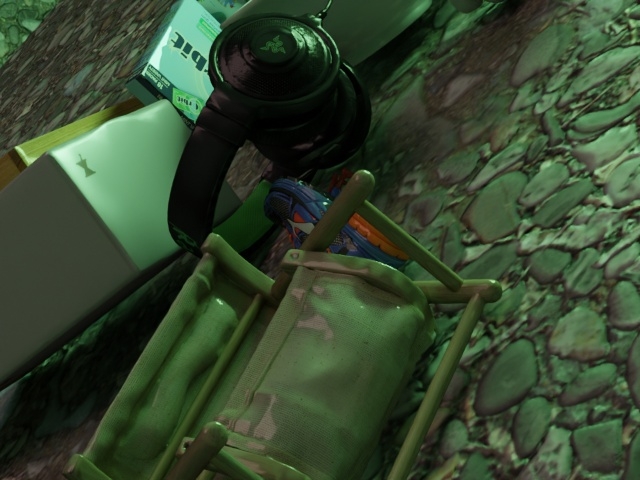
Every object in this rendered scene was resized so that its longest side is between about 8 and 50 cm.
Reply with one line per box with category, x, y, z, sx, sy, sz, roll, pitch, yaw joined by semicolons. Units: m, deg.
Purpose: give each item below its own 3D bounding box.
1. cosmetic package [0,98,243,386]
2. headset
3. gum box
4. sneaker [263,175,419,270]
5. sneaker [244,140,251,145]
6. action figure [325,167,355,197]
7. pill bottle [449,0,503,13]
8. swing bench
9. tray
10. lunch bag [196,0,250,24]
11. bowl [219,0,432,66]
cosmetic package;-0.329;0.045;1.559;0.453;0.161;0.230;-36;1;33
headset;-0.005;-0.141;1.394;0.394;0.185;0.243;-61;-17;-3
gum box;-0.165;-0.220;1.838;0.041;0.157;0.184;-27;30;39
sneaker;0.000;0.000;1.273;0.087;0.083;0.221;-62;30;0
sneaker;-0.091;-0.182;1.761;0.084;0.069;0.185;-39;22;7
action figure;0.006;-0.018;1.377;0.038;0.030;0.115;-18;40;58
pill bottle;0.199;-0.307;1.445;0.152;0.086;0.086;-31;27;32
swing bench;-0.032;0.112;1.067;0.255;0.165;0.253;-22;33;54
tray;-0.338;-0.099;1.853;0.203;0.076;0.411;-33;2;30
lunch bag;-0.102;-0.358;1.991;0.151;0.129;0.096;-41;24;7
bowl;0.037;-0.290;1.595;0.298;0.134;0.298;-36;10;7
